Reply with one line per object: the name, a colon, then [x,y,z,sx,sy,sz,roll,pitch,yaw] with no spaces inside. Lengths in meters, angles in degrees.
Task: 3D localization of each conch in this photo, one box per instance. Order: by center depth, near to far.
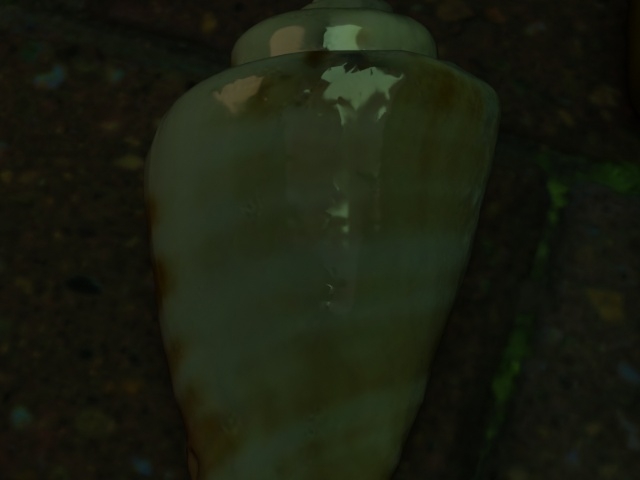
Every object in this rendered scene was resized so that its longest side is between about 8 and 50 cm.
conch: [0.000,-0.006,0.557,0.158,0.127,0.255,1,65,-2]

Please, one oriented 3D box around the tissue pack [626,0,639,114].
tissue pack: [0.238,-0.114,0.619,0.178,0.127,0.123,6,62,0]
